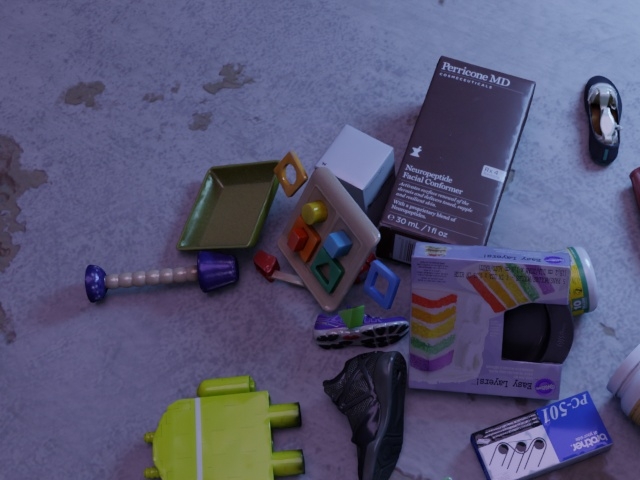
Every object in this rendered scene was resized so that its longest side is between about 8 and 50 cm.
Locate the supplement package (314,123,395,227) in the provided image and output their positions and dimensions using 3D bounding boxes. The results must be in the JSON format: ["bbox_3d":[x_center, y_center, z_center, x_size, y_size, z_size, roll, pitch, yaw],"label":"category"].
[{"bbox_3d":[0.067,-0.104,1.930,0.105,0.179,0.105,29,70,20],"label":"supplement package"}]

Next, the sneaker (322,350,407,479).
[{"bbox_3d":[0.069,0.296,1.776,0.130,0.087,0.227,-2,78,33],"label":"sneaker"}]

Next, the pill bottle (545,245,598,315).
[{"bbox_3d":[0.357,0.086,1.827,0.208,0.117,0.117,-12,61,0],"label":"pill bottle"}]

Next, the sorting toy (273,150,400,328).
[{"bbox_3d":[0.000,0.000,1.835,0.047,0.196,0.348,-12,55,-41],"label":"sorting toy"}]

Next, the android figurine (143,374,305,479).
[{"bbox_3d":[-0.164,0.346,1.789,0.273,0.056,0.248,-9,62,2],"label":"android figurine"}]

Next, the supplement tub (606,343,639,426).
[{"bbox_3d":[0.571,0.257,1.692,0.144,0.144,0.199,-41,65,-14],"label":"supplement tub"}]

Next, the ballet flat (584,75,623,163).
[{"bbox_3d":[0.535,-0.241,2.007,0.074,0.074,0.203,1,62,8],"label":"ballet flat"}]

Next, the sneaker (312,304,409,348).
[{"bbox_3d":[0.070,0.143,1.864,0.170,0.068,0.071,-3,56,7],"label":"sneaker"}]

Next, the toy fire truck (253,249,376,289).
[{"bbox_3d":[-0.010,0.041,1.938,0.192,0.047,0.135,28,69,19],"label":"toy fire truck"}]

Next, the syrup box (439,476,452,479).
[{"bbox_3d":[0.113,0.466,1.668,0.237,0.096,0.093,-20,62,-5],"label":"syrup box"}]

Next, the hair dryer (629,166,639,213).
[{"bbox_3d":[0.676,-0.039,1.895,0.293,0.080,0.223,31,54,15],"label":"hair dryer"}]

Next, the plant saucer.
[{"bbox_3d":[-0.159,-0.054,1.977,0.188,0.045,0.188,-2,58,39],"label":"plant saucer"}]

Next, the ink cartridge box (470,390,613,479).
[{"bbox_3d":[0.358,0.328,1.738,0.207,0.046,0.097,-19,63,-3],"label":"ink cartridge box"}]

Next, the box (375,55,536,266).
[{"bbox_3d":[0.248,-0.130,1.936,0.191,0.143,0.381,17,63,8],"label":"box"}]

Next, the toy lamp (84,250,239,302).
[{"bbox_3d":[-0.286,0.064,1.944,0.274,0.080,0.080,-4,62,4],"label":"toy lamp"}]

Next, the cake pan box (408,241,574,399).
[{"bbox_3d":[0.279,0.134,1.753,0.267,0.246,0.070,5,23,9],"label":"cake pan box"}]
